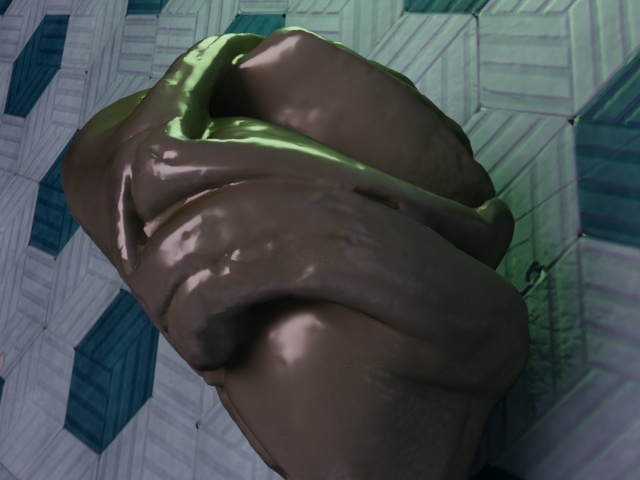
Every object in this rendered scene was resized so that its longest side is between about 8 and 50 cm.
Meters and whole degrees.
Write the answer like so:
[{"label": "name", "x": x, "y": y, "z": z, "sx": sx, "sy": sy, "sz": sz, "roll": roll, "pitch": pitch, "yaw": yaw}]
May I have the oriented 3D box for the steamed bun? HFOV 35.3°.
[{"label": "steamed bun", "x": 0.000, "y": 0.000, "z": 0.707, "sx": 0.255, "sy": 0.342, "sz": 0.367, "roll": -41, "pitch": 32, "yaw": -8}]
